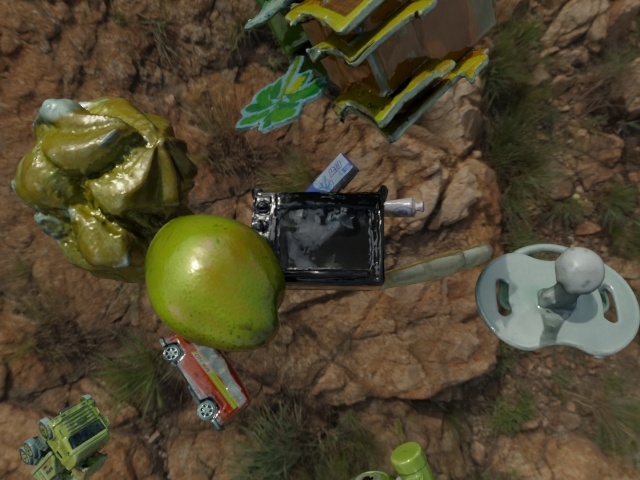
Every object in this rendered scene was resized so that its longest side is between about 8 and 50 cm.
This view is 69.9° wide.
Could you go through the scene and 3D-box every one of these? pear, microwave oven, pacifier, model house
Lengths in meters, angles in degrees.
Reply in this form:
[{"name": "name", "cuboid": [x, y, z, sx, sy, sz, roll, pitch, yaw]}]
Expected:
[{"name": "pear", "cuboid": [-0.143, 0.064, 0.664, 0.220, 0.187, 0.187, 30, 89, 23]}, {"name": "microwave oven", "cuboid": [0.000, 0.002, 0.851, 0.248, 0.188, 0.178, 0, 78, 6]}, {"name": "pacifier", "cuboid": [0.523, 0.096, 0.994, 0.343, 0.269, 0.288, 2, 57, 5]}, {"name": "model house", "cuboid": [0.017, -0.268, 0.569, 0.358, 0.312, 0.242, -8, 133, 28]}]

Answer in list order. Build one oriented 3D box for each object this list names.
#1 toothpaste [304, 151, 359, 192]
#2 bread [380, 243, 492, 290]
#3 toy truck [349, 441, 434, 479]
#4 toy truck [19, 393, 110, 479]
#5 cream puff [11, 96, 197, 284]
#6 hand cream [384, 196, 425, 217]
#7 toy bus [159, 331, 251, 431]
[{"name": "toothpaste", "cuboid": [-0.008, -0.126, 1.303, 0.272, 0.053, 0.066, -46, 67, 18]}, {"name": "bread", "cuboid": [0.259, 0.067, 1.101, 0.316, 0.316, 0.054, -15, 85, -9]}, {"name": "toy truck", "cuboid": [0.134, 0.456, 0.750, 0.210, 0.148, 0.187, -41, 87, 10]}, {"name": "toy truck", "cuboid": [-0.425, 0.356, 0.776, 0.116, 0.085, 0.191, 51, 123, 9]}, {"name": "cream puff", "cuboid": [-0.354, -0.104, 0.869, 0.276, 0.378, 0.378, -24, 99, 10]}, {"name": "hand cream", "cuboid": [0.206, -0.084, 1.224, 0.142, 0.084, 0.053, -5, 67, 23]}, {"name": "toy bus", "cuboid": [-0.275, 0.316, 1.097, 0.120, 0.121, 0.265, -34, 75, -17]}]
